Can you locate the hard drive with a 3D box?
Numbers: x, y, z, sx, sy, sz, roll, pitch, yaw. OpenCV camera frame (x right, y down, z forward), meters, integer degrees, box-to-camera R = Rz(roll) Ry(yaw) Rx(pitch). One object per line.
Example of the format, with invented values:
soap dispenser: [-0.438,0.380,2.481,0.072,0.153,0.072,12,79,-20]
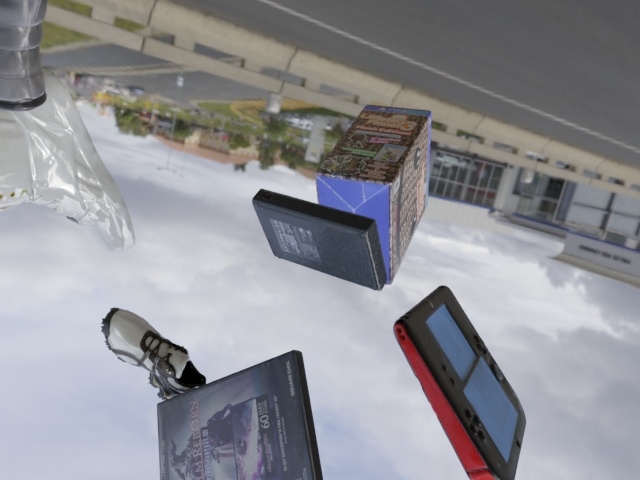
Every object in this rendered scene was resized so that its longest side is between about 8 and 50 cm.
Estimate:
hard drive: [0.000,0.000,0.609,0.135,0.094,0.022,17,-125,29]

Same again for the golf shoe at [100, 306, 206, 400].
golf shoe: [-0.252,0.171,0.925,0.094,0.198,0.077,-13,-142,32]

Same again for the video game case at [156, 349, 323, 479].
video game case: [-0.126,0.291,0.843,0.274,0.196,0.026,-25,149,24]

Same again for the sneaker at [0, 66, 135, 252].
sneaker: [-0.383,-0.068,0.820,0.108,0.292,0.169,19,-131,39]

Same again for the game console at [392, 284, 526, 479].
game console: [0.286,0.265,1.158,0.060,0.341,0.386,-29,174,23]

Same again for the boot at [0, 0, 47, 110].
boot: [-0.218,-0.194,0.440,0.338,0.222,0.118,35,-143,29]

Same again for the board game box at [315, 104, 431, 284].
board game box: [0.114,-0.098,1.172,0.141,0.232,0.291,10,-140,20]
